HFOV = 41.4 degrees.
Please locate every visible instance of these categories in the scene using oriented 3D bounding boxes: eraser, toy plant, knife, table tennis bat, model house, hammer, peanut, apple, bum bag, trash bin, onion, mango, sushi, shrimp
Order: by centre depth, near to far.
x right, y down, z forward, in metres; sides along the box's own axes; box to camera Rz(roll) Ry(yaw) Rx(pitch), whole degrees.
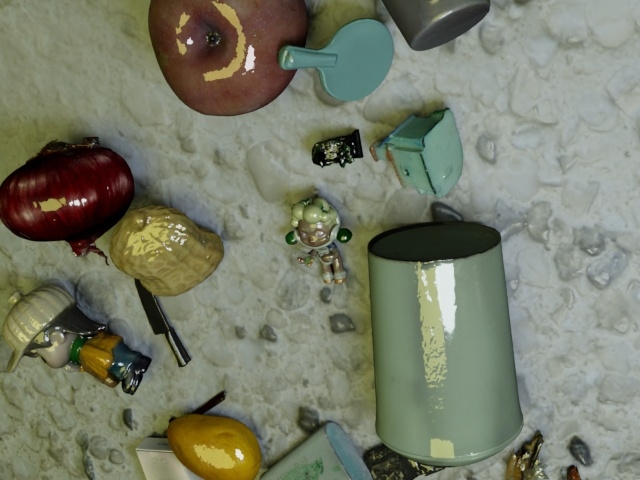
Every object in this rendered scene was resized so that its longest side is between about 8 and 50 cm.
[{"bbox_3d":[0.134,-0.523,1.372,0.279,0.185,0.400,-29,83,34],"label":"toy plant"},{"bbox_3d":[0.032,-0.313,1.468,0.040,0.244,0.153,43,127,41],"label":"table tennis bat"},{"bbox_3d":[-0.167,-0.372,1.487,0.305,0.235,0.306,6,111,15],"label":"apple"},{"bbox_3d":[0.168,-0.162,1.549,0.148,0.119,0.148,13,140,38],"label":"model house"},{"bbox_3d":[0.226,0.203,1.571,0.280,0.280,0.432,-2,107,18],"label":"trash bin"},{"bbox_3d":[0.028,-0.169,1.590,0.083,0.085,0.056,-3,109,20],"label":"sushi"},{"bbox_3d":[-0.497,-0.061,1.692,0.272,0.273,0.285,-9,104,20],"label":"onion"},{"bbox_3d":[-0.315,0.019,1.718,0.196,0.110,0.233,-33,140,14],"label":"peanut"},{"bbox_3d":[0.465,0.508,1.737,0.173,0.058,0.253,9,116,5],"label":"shrimp"},{"bbox_3d":[0.199,0.456,1.786,0.248,0.069,0.102,-35,61,26],"label":"bum bag"},{"bbox_3d":[-0.013,0.528,1.855,0.227,0.081,0.174,-44,70,27],"label":"eraser"},{"bbox_3d":[-0.360,0.180,1.880,0.060,0.028,0.231,-18,103,35],"label":"knife"},{"bbox_3d":[-0.236,0.460,1.892,0.227,0.109,0.147,29,93,3],"label":"mango"},{"bbox_3d":[-0.272,0.395,1.937,0.178,0.021,0.065,-38,96,23],"label":"hammer"}]

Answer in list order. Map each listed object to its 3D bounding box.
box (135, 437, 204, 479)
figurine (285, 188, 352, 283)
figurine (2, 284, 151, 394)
[{"bbox_3d":[-0.352,0.531,1.982,0.130,0.051,0.129,-4,111,27],"label":"box"},{"bbox_3d":[-0.001,0.000,1.659,0.147,0.093,0.197,-3,111,29],"label":"figurine"},{"bbox_3d":[-0.537,0.215,1.880,0.332,0.185,0.205,11,81,-6],"label":"figurine"}]
